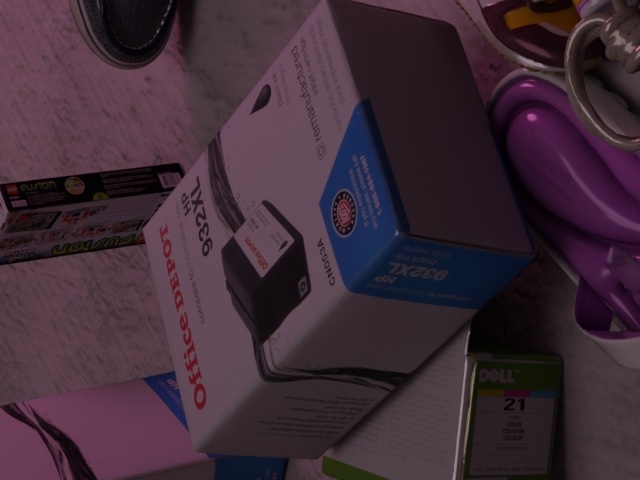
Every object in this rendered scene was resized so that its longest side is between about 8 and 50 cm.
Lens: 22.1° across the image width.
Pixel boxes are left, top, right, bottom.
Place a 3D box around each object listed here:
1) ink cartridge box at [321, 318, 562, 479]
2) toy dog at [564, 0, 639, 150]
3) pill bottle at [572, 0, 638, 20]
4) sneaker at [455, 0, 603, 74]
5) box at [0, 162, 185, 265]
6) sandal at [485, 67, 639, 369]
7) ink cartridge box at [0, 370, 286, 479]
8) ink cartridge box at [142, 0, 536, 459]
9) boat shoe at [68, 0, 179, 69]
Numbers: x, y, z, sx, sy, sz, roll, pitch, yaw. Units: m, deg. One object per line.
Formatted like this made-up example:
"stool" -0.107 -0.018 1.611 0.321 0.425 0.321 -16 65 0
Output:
"ink cartridge box" 0.100 0.080 1.309 0.189 0.097 0.255 9 93 57
"toy dog" 0.200 -0.239 1.058 0.334 0.161 0.220 53 137 15
"pill bottle" 0.187 -0.194 1.146 0.043 0.043 0.083 -51 55 50
"sneaker" 0.144 -0.193 1.190 0.185 0.069 0.084 49 141 40
"box" -0.252 -0.027 1.733 0.114 0.207 0.036 -52 54 49
"sandal" 0.218 0.020 1.091 0.416 0.102 0.169 42 132 46
"ink cartridge box" -0.257 0.310 1.645 0.166 0.395 0.285 43 132 44
"ink cartridge box" 0.000 0.000 1.266 0.307 0.129 0.223 -48 47 41
"boat shoe" -0.169 -0.327 1.599 0.158 0.127 0.341 -149 58 -60
